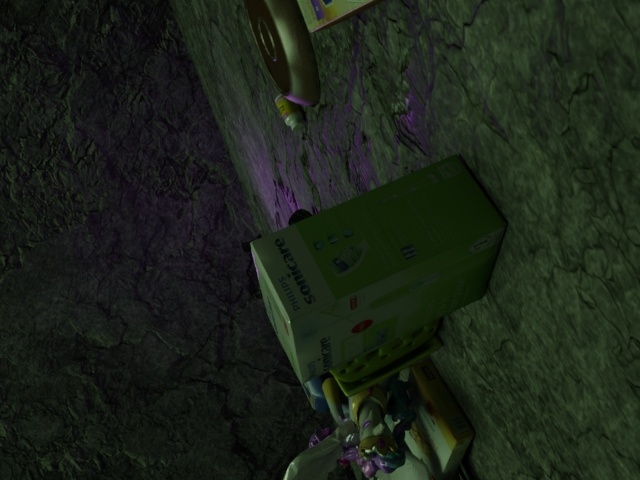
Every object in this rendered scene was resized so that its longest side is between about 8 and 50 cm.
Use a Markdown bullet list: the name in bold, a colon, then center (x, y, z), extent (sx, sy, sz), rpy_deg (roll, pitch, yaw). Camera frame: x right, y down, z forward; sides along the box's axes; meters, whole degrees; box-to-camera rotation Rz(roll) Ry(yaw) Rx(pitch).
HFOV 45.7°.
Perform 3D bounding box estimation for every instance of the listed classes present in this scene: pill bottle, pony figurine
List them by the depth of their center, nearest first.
- **pony figurine**: center (0.074, 0.376, 1.493), extent (0.363, 0.303, 0.351), rpy_deg (-98, 15, -57)
- **pill bottle**: center (-0.064, -0.280, 1.656), extent (0.043, 0.043, 0.083), rpy_deg (94, 151, -69)

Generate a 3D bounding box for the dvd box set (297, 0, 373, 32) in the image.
- **dvd box set**: center (0.007, -0.425, 0.902), extent (0.420, 0.062, 0.307), rpy_deg (-150, 38, -74)

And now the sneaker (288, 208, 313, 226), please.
- **sneaker**: center (0.000, 0.000, 1.929), extent (0.097, 0.084, 0.234), rpy_deg (44, -171, -40)

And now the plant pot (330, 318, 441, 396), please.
- **plant pot**: center (0.076, 0.127, 1.339), extent (0.227, 0.228, 0.207), rpy_deg (57, 172, 42)

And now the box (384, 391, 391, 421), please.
- **box**: center (0.157, 0.416, 2.074), extent (0.145, 0.038, 0.186), rpy_deg (112, 135, -75)

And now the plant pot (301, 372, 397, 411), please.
- **plant pot**: center (0.042, 0.294, 1.902), extent (0.236, 0.212, 0.236), rpy_deg (90, 156, -67)

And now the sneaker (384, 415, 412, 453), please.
- **sneaker**: center (0.161, 0.496, 1.879), extent (0.208, 0.127, 0.319), rpy_deg (37, 151, 43)

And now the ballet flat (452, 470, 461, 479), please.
- **ballet flat**: center (0.240, 0.447, 1.628), extent (0.206, 0.073, 0.067), rpy_deg (56, 151, 33)

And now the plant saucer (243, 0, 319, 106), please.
- **plant saucer**: center (-0.086, -0.403, 1.494), extent (0.310, 0.050, 0.310), rpy_deg (157, 90, -79)

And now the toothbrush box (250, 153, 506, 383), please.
- **toothbrush box**: center (0.072, 0.041, 0.967), extent (0.206, 0.283, 0.122), rpy_deg (86, 159, -60)

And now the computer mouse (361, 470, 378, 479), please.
- **computer mouse**: center (0.194, 0.648, 1.821), extent (0.262, 0.060, 0.184), rpy_deg (54, 160, -24)

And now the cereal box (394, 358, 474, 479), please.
- **cereal box**: center (0.219, 0.370, 1.506), extent (0.240, 0.047, 0.173), rpy_deg (96, 151, -49)
